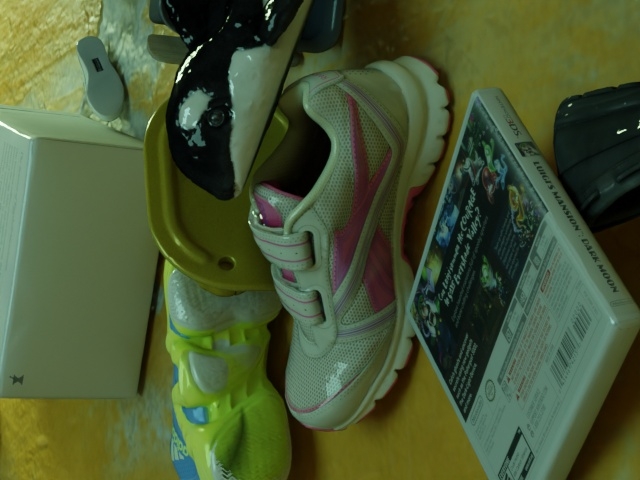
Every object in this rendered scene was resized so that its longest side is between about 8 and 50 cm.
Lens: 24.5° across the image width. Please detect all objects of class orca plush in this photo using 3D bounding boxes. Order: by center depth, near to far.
[{"bbox_3d":[-0.054,-0.172,0.962,0.151,0.102,0.287,130,159,-85],"label":"orca plush"}]

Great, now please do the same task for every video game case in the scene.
[{"bbox_3d":[0.106,0.041,0.825,0.190,0.022,0.173,103,151,-46],"label":"video game case"}]

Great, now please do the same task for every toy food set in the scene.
[{"bbox_3d":[-0.065,-0.043,1.073,0.071,0.128,0.218,102,164,-57],"label":"toy food set"}]

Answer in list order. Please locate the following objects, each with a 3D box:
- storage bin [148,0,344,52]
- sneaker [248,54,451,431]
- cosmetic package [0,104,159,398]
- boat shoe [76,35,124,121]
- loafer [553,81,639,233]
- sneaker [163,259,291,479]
[{"bbox_3d":[-0.061,-0.188,1.068,0.091,0.135,0.098,-170,84,-67],"label":"storage bin"},{"bbox_3d":[0.000,0.000,0.959,0.103,0.111,0.252,17,101,57],"label":"sneaker"},{"bbox_3d":[-0.251,0.004,1.331,0.224,0.138,0.224,25,108,57],"label":"cosmetic package"},{"bbox_3d":[-0.206,-0.145,1.381,0.035,0.035,0.100,92,158,-55],"label":"boat shoe"},{"bbox_3d":[0.193,-0.044,0.700,0.223,0.076,0.078,-10,83,62],"label":"loafer"},{"bbox_3d":[-0.085,0.095,1.105,0.126,0.091,0.240,131,140,-55],"label":"sneaker"}]
